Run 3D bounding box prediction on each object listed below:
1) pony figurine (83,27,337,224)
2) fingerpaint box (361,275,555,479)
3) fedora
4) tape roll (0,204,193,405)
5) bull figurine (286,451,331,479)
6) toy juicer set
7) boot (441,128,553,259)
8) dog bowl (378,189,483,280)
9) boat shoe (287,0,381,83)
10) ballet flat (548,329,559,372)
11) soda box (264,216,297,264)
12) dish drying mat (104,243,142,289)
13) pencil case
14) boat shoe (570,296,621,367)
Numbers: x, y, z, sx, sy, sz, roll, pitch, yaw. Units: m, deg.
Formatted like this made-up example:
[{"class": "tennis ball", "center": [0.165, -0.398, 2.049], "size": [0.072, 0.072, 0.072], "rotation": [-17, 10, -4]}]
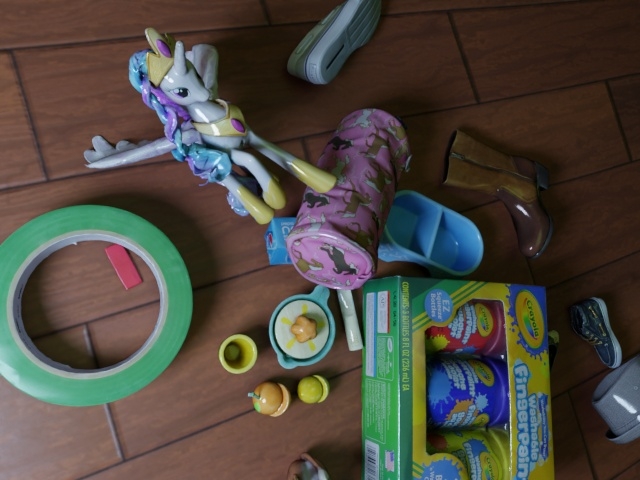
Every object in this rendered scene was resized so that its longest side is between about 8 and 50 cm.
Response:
[{"class": "pony figurine", "center": [-0.196, -0.185, 0.889], "size": [0.363, 0.351, 0.303], "rotation": [42, 71, -32]}, {"class": "fingerpaint box", "center": [0.282, 0.307, 1.074], "size": [0.371, 0.163, 0.445], "rotation": [6, 79, -22]}, {"class": "fedora", "center": [0.770, 0.364, 1.266], "size": [0.275, 0.244, 0.124], "rotation": [-37, 67, -7]}, {"class": "tape roll", "center": [-0.379, 0.105, 0.867], "size": [0.321, 0.077, 0.321], "rotation": [3, 82, -20]}, {"class": "bull figurine", "center": [0.001, 0.542, 0.917], "size": [0.101, 0.188, 0.310], "rotation": [-13, 81, -12]}, {"class": "toy juicer set", "center": [-0.017, 0.202, 1.005], "size": [0.329, 0.089, 0.209], "rotation": [-32, 94, -25]}, {"class": "boot", "center": [0.419, -0.109, 1.240], "size": [0.280, 0.096, 0.264], "rotation": [16, 76, -19]}, {"class": "dog bowl", "center": [0.234, -0.011, 1.156], "size": [0.297, 0.074, 0.166], "rotation": [24, 73, -17]}, {"class": "boat shoe", "center": [0.034, -0.455, 1.131], "size": [0.094, 0.109, 0.302], "rotation": [20, 58, 25]}, {"class": "ballet flat", "center": [0.544, 0.296, 1.250], "size": [0.057, 0.049, 0.173], "rotation": [31, 71, -16]}, {"class": "soda box", "center": [0.000, 0.000, 1.047], "size": [0.210, 0.067, 0.071], "rotation": [-1, 58, -23]}, {"class": "dish drying mat", "center": [-0.352, 0.045, 0.933], "size": [0.032, 0.008, 0.083], "rotation": [-29, 92, -24]}, {"class": "pencil case", "center": [0.065, -0.086, 0.992], "size": [0.160, 0.167, 0.386], "rotation": [65, 36, -40]}, {"class": "boat shoe", "center": [0.691, 0.240, 1.320], "size": [0.083, 0.065, 0.183], "rotation": [-14, 84, -16]}]
